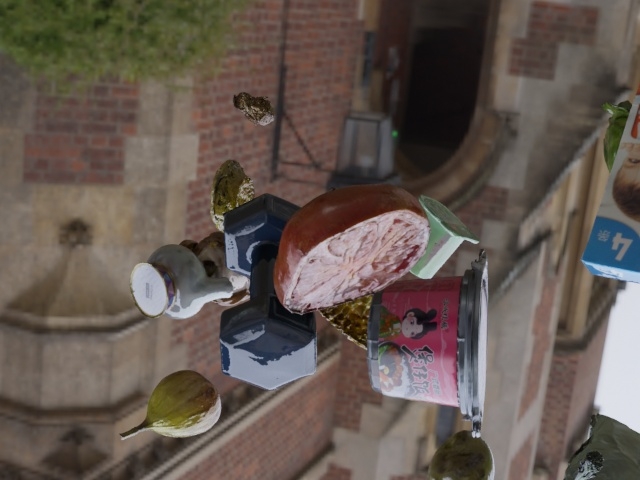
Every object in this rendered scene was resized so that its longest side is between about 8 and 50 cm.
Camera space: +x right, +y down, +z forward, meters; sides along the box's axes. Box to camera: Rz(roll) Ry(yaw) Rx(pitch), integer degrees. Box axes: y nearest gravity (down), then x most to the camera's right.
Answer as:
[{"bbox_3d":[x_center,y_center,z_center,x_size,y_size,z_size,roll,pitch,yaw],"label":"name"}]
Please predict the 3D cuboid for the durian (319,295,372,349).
[{"bbox_3d":[0.124,0.190,2.679,0.186,0.195,0.305,-28,167,18],"label":"durian"}]

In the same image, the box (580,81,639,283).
[{"bbox_3d":[0.443,-0.064,1.165,0.273,0.264,0.048,12,164,33],"label":"box"}]

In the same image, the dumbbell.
[{"bbox_3d":[-0.081,0.075,1.696,0.157,0.143,0.316,-25,-143,16],"label":"dumbbell"}]

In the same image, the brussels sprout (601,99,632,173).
[{"bbox_3d":[0.498,-0.132,1.754,0.101,0.180,0.139,-3,176,19],"label":"brussels sprout"}]

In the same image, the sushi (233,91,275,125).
[{"bbox_3d":[-0.138,-0.277,2.317,0.118,0.061,0.060,14,165,33],"label":"sushi"}]

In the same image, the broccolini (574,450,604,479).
[{"bbox_3d":[0.415,0.383,1.759,0.030,0.139,0.035,-17,-128,-32],"label":"broccolini"}]

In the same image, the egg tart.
[{"bbox_3d":[-0.146,-0.070,1.865,0.052,0.130,0.130,9,-165,17],"label":"egg tart"}]

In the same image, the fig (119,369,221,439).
[{"bbox_3d":[-0.348,0.395,2.522,0.257,0.159,0.159,-23,-151,-35],"label":"fig"}]

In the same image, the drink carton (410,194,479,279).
[{"bbox_3d":[0.241,-0.001,2.467,0.144,0.142,0.146,49,-160,27],"label":"drink carton"}]

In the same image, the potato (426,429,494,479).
[{"bbox_3d":[0.306,0.512,2.401,0.155,0.137,0.200,-24,-150,23],"label":"potato"}]

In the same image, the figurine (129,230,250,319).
[{"bbox_3d":[-0.216,0.058,2.012,0.190,0.142,0.263,25,-152,33],"label":"figurine"}]

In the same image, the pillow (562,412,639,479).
[{"bbox_3d":[0.646,0.498,2.224,0.310,0.138,0.283,29,-140,11],"label":"pillow"}]

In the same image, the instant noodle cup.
[{"bbox_3d":[0.174,0.161,1.788,0.182,0.258,0.302,1,-123,12],"label":"instant noodle cup"}]

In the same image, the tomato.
[{"bbox_3d":[0.033,0.002,1.544,0.237,0.236,0.095,-5,-128,-36],"label":"tomato"}]
